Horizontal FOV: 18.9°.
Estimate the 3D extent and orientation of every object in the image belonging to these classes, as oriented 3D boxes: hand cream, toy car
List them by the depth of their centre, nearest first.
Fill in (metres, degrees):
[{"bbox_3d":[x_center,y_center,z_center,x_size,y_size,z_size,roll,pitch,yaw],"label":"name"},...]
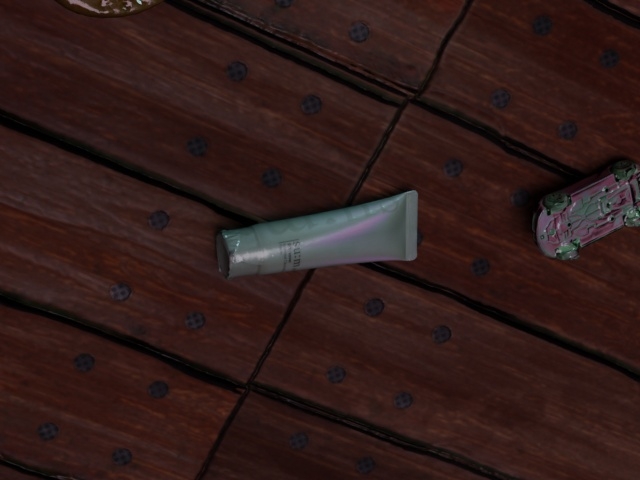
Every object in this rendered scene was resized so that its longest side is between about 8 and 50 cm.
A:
[{"bbox_3d":[0.000,0.000,1.900,0.205,0.050,0.078,-9,116,-16],"label":"hand cream"},{"bbox_3d":[0.270,-0.033,1.954,0.142,0.055,0.069,-25,120,-19],"label":"toy car"}]

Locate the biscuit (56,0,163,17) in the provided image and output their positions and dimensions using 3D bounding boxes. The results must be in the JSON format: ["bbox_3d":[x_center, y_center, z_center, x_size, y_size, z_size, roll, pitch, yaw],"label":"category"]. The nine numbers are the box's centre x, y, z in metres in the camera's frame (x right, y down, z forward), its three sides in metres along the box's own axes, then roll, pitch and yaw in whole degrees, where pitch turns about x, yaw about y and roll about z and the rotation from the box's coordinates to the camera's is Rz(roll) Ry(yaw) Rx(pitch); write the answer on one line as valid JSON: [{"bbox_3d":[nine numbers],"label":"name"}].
[{"bbox_3d":[-0.096,-0.370,1.639,0.283,0.064,0.432,41,81,-22],"label":"biscuit"}]
